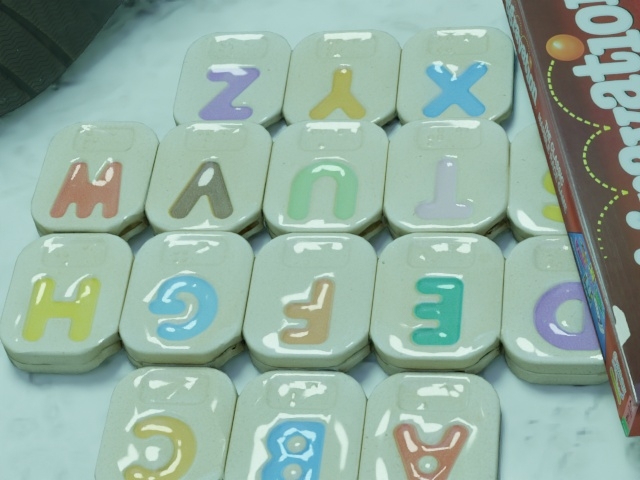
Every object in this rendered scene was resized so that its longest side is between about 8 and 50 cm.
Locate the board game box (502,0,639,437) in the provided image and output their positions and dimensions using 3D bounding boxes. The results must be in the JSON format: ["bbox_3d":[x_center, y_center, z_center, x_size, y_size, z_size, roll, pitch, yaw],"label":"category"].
[{"bbox_3d":[0.174,-0.042,0.726,0.145,0.027,0.281,-5,51,-5],"label":"board game box"}]

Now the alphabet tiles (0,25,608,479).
[{"bbox_3d":[0.000,0.000,0.744,0.284,0.021,0.278,1,52,10],"label":"alphabet tiles"}]

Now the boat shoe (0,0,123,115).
[{"bbox_3d":[-0.117,-0.213,0.864,0.355,0.132,0.130,-41,54,-21],"label":"boat shoe"}]
